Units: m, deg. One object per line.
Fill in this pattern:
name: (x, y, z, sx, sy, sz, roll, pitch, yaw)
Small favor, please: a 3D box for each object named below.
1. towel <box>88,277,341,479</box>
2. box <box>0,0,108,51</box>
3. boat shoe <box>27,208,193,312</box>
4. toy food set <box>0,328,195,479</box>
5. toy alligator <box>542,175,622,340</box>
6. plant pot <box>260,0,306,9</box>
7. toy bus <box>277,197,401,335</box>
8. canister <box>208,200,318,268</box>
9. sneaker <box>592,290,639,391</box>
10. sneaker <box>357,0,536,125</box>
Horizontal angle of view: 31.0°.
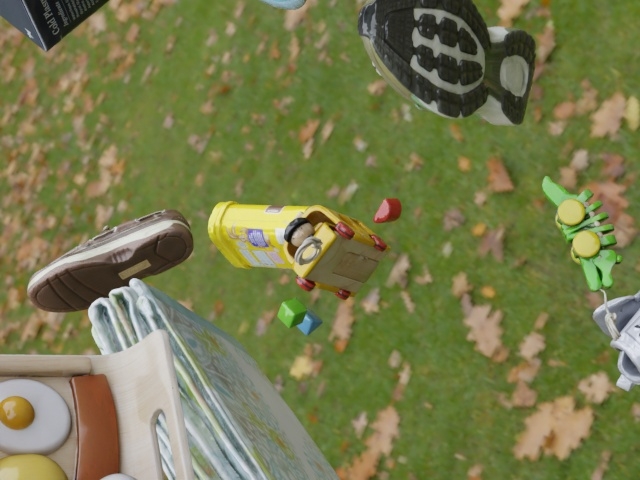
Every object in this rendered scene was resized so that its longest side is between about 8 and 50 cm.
towel: (-0.091, 0.220, 1.272, 0.090, 0.374, 0.320, -39, 62, 4)
box: (-0.350, -0.461, 1.431, 0.343, 0.179, 0.312, 37, 71, 25)
boat shoe: (-0.313, 0.026, 1.723, 0.257, 0.095, 0.095, -19, 38, 0)
toy food set: (-0.251, 0.164, 0.901, 0.092, 0.306, 0.220, -52, 43, 45)
toy alligator: (0.294, 0.010, 1.221, 0.051, 0.056, 0.190, -24, 77, 5)
plant pot: (-0.044, -0.458, 1.097, 0.334, 0.341, 0.341, -51, 28, -6)
toy bus: (0.003, 0.006, 1.545, 0.104, 0.191, 0.202, 42, 146, 28)
canister: (-0.072, -0.005, 1.802, 0.169, 0.126, 0.073, 3, 58, 32)
sneaker: (0.463, 0.057, 1.412, 0.210, 0.366, 0.137, -29, 56, -17)
sneaker: (0.129, -0.223, 1.480, 0.182, 0.410, 0.158, 4, 87, 31)
